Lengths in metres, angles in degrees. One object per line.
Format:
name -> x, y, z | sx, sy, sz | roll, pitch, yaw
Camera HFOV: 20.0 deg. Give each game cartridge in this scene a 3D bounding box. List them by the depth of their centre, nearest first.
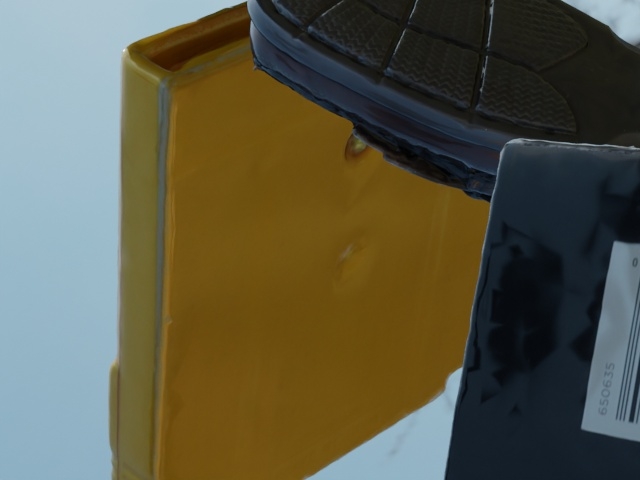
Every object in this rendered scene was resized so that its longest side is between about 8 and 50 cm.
game cartridge -> 0.000, 0.000, 1.023 | 0.285, 0.324, 0.052 | -26, -133, -38

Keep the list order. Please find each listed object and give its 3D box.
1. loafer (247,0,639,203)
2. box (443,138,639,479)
loafer -> 0.109, -0.038, 0.774 | 0.302, 0.095, 0.109 | 16, -137, 4
box -> 0.158, 0.045, 0.523 | 0.207, 0.153, 0.108 | 14, -95, -50
